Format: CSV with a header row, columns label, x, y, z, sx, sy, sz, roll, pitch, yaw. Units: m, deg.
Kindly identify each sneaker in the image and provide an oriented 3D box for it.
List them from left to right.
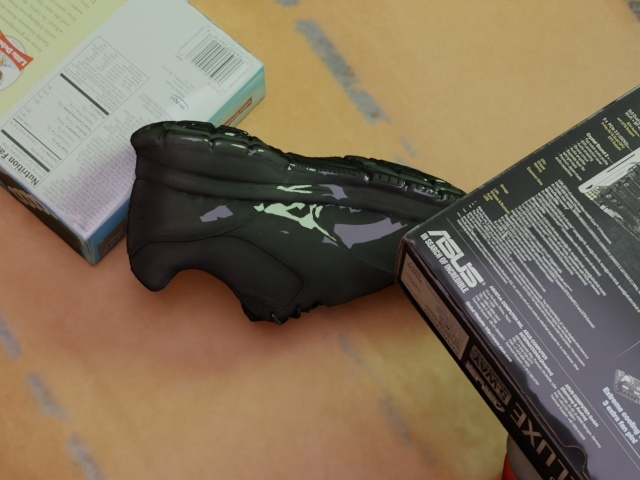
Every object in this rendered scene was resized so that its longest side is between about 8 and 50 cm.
label,x,y,z,sx,sy,sz,roll,pitch,yaw
sneaker,0.000,0.000,1.021,0.286,0.109,0.130,11,99,-9

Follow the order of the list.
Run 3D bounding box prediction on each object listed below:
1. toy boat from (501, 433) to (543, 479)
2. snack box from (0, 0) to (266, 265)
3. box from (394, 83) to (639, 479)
label,x,y,z,sx,sy,sz,roll,pitch,yaw
toy boat,0.066,0.232,0.905,0.267,0.148,0.318,37,73,12
snack box,-0.221,-0.154,1.082,0.322,0.060,0.187,40,73,12
box,0.226,0.063,0.808,0.242,0.076,0.307,-33,72,-13
